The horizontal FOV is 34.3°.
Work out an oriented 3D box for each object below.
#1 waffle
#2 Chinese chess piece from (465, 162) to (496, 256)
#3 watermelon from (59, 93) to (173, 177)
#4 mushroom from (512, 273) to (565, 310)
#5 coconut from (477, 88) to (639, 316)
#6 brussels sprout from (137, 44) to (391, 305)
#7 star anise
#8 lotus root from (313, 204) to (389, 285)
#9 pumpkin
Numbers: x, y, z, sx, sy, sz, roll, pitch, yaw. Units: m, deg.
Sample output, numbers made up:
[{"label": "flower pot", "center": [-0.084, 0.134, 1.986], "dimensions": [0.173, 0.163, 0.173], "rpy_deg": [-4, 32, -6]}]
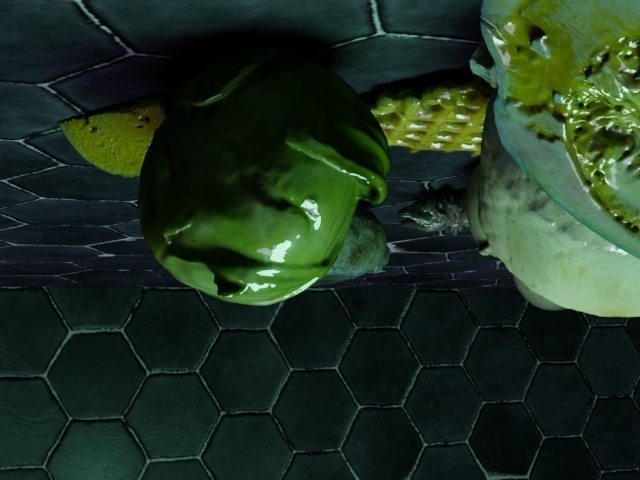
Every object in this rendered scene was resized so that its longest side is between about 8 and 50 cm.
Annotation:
[{"label": "waffle", "center": [0.178, -0.147, 1.268], "dimensions": [0.291, 0.051, 0.291], "rpy_deg": [-1, 169, 0]}, {"label": "Chinese chess piece", "center": [0.396, -0.057, 1.616], "dimensions": [0.338, 0.140, 0.338], "rpy_deg": [-4, 171, -1]}, {"label": "watermelon", "center": [-0.231, -0.118, 1.267], "dimensions": [0.182, 0.075, 0.092], "rpy_deg": [-7, 166, 34]}, {"label": "mushroom", "center": [0.492, 0.038, 2.195], "dimensions": [0.204, 0.204, 0.204], "rpy_deg": [-2, 171, 0]}, {"label": "coconut", "center": [0.301, -0.066, 1.046], "dimensions": [0.329, 0.328, 0.329], "rpy_deg": [-2, 171, 0]}, {"label": "brussels sprout", "center": [-0.070, -0.064, 1.087], "dimensions": [0.294, 0.259, 0.227], "rpy_deg": [20, 174, 43]}, {"label": "star anise", "center": [0.236, -0.056, 1.827], "dimensions": [0.195, 0.065, 0.182], "rpy_deg": [7, 163, -26]}, {"label": "lotus root", "center": [0.000, -0.003, 1.819], "dimensions": [0.350, 0.175, 0.175], "rpy_deg": [1, 171, -44]}, {"label": "pumpkin", "center": [0.266, -0.140, 0.753], "dimensions": [0.263, 0.197, 0.293], "rpy_deg": [28, 154, 26]}]
